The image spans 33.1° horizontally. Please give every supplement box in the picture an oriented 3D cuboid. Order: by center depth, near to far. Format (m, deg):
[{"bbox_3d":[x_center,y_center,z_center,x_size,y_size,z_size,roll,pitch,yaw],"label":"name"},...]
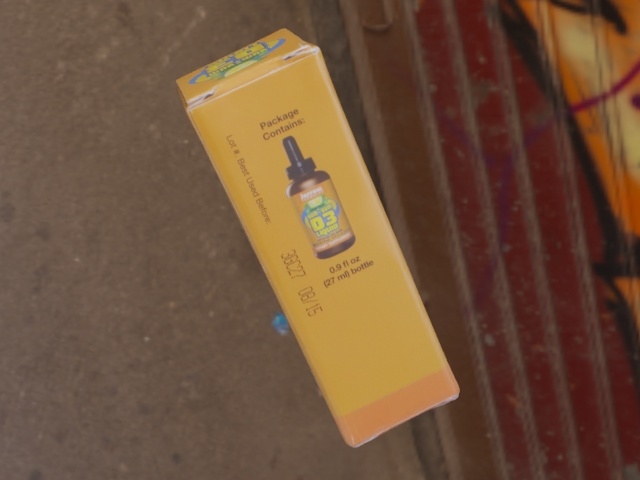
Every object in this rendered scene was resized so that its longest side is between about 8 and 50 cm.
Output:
[{"bbox_3d":[0.000,0.000,0.621,0.078,0.080,0.233,-25,115,-3],"label":"supplement box"}]
